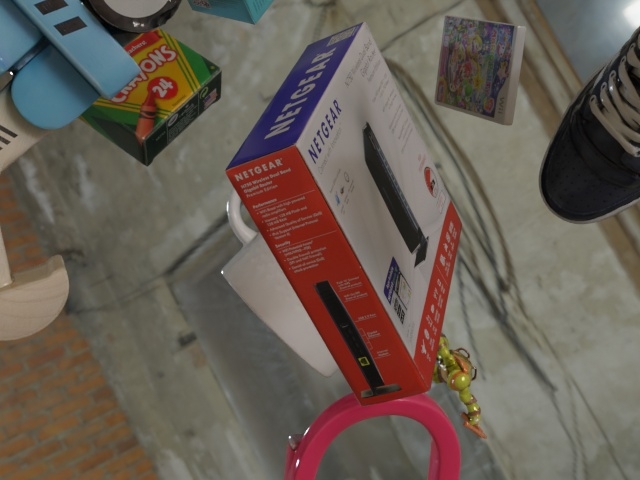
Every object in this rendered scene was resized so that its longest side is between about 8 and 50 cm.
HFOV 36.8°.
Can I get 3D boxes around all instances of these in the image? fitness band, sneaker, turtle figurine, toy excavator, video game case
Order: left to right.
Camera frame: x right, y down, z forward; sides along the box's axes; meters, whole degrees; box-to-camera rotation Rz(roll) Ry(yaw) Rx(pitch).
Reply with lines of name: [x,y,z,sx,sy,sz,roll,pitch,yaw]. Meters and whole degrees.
toy excavator: [-0.341,-0.171,1.074,0.445,0.433,0.222,-42,21,-4]
fitness band: [0.060,0.304,1.146,0.209,0.290,0.054,-1,22,-15]
turtle figurine: [0.241,0.232,1.814,0.087,0.269,0.217,-34,10,0]
video game case: [0.145,-0.160,0.891,0.011,0.087,0.122,-2,17,-25]
sneaker: [0.241,-0.113,0.669,0.282,0.099,0.153,-49,-15,28]

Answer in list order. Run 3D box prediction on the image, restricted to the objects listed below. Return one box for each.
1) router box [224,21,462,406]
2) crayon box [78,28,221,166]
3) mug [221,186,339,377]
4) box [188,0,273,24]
router box: [0.047,-0.040,1.062,0.082,0.301,0.335,-18,26,24]
crayon box: [-0.352,-0.290,1.628,0.202,0.318,0.081,-49,-15,-28]
mug: [0.000,0.000,1.721,0.328,0.374,0.276,-45,0,-1]
box: [-0.060,-0.369,1.143,0.244,0.100,0.060,-57,-32,-22]
